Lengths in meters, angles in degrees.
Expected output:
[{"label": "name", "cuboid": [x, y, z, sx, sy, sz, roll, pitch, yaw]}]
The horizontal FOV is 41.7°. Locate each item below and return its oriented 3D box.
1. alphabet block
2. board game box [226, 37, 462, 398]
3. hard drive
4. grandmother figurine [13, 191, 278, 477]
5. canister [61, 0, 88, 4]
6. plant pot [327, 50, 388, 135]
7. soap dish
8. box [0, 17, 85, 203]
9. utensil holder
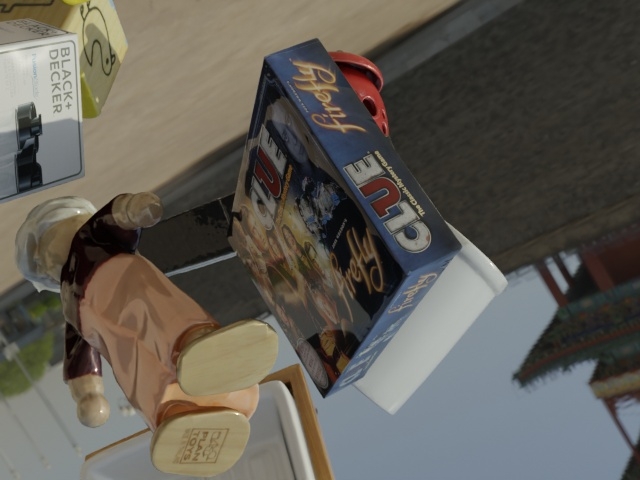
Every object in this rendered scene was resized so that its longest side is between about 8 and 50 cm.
[{"label": "alphabet block", "cuboid": [-0.470, -0.345, 1.457, 0.193, 0.192, 0.197, 1, -128, 10]}, {"label": "board game box", "cuboid": [0.000, 0.000, 0.597, 0.042, 0.165, 0.243, -25, 160, -22]}, {"label": "hard drive", "cuboid": [-0.100, -0.023, 0.968, 0.338, 0.064, 0.237, -16, -174, 37]}, {"label": "grandmother figurine", "cuboid": [-0.165, 0.054, 0.692, 0.342, 0.104, 0.208, 36, -77, 48]}, {"label": "canister", "cuboid": [-0.334, -0.430, 1.171, 0.126, 0.170, 0.073, -19, -178, 4]}, {"label": "plant pot", "cuboid": [0.019, -0.206, 1.406, 0.191, 0.174, 0.191, 1, 162, 0]}, {"label": "soap dish", "cuboid": [-0.107, 0.293, 0.900, 0.290, 0.229, 0.118, -26, 154, 16]}, {"label": "box", "cuboid": [-0.375, -0.114, 0.829, 0.087, 0.169, 0.290, 20, -151, 30]}, {"label": "utensil holder", "cuboid": [0.168, 0.144, 1.865, 0.385, 0.327, 0.327, -50, -173, -4]}]
